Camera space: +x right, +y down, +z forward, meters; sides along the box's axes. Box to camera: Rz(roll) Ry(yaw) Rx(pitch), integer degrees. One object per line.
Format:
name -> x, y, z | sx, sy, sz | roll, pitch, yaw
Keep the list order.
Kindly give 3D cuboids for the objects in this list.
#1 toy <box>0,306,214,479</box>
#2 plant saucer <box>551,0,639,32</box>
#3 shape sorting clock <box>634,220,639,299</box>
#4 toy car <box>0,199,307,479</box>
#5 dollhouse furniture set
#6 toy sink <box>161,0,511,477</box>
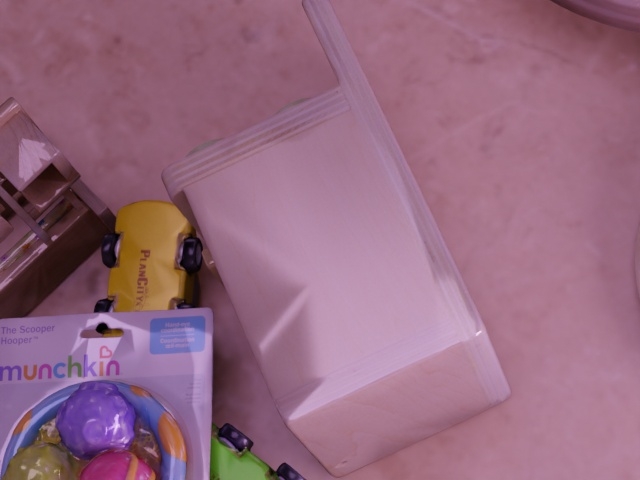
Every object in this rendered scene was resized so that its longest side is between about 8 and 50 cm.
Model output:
toy -> -0.134, 0.149, 1.104 | 0.137, 0.056, 0.237 | -3, 72, 9
plant saucer -> 0.221, -0.251, 1.207 | 0.278, 0.041, 0.278 | -1, 61, 2
shape sorting clock -> 0.285, 0.006, 1.126 | 0.206, 0.040, 0.206 | -4, 75, 16
toy car -> -0.094, 0.121, 1.165 | 0.225, 0.053, 0.239 | 35, 82, 19
dollhouse furniture set -> -0.233, 0.001, 1.174 | 0.182, 0.161, 0.101 | -44, 69, -6
toy sink -> 0.000, 0.000, 1.135 | 0.131, 0.153, 0.234 | -25, 70, 2
